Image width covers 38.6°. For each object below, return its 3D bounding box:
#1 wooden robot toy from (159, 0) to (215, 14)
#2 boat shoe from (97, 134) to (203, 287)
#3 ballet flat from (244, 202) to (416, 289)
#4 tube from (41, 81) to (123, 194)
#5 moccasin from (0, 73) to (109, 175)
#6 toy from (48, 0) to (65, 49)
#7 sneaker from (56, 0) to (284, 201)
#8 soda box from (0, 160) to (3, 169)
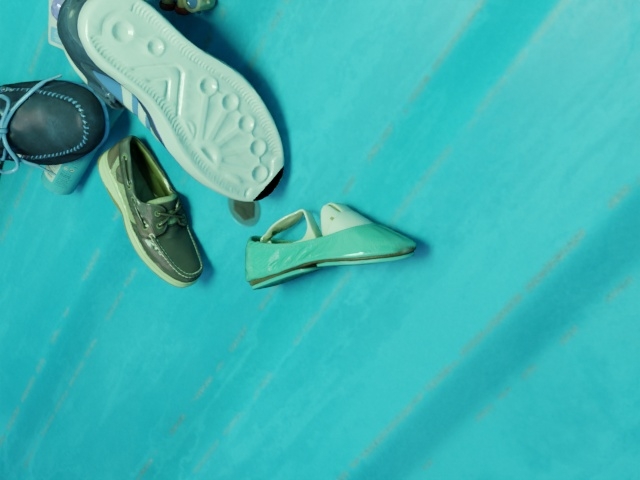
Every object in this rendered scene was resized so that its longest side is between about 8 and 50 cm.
[{"bbox_3d":[-0.186,-0.311,1.114,0.173,0.079,0.076,20,119,27],"label":"wooden robot toy"},{"bbox_3d":[-0.226,-0.042,1.251,0.073,0.080,0.224,-37,82,43],"label":"boat shoe"},{"bbox_3d":[0.000,0.000,1.118,0.247,0.083,0.087,-13,87,35],"label":"ballet flat"},{"bbox_3d":[-0.338,-0.154,1.304,0.080,0.052,0.207,39,122,2],"label":"tube"},{"bbox_3d":[-0.447,-0.150,1.275,0.341,0.116,0.138,-2,102,32],"label":"moccasin"},{"bbox_3d":[-0.327,-0.350,1.209,0.136,0.056,0.237,26,122,24],"label":"toy"},{"bbox_3d":[-0.197,-0.193,1.165,0.323,0.130,0.236,45,173,-26],"label":"sneaker"},{"bbox_3d":[-0.552,-0.109,1.463,0.060,0.053,0.169,39,126,16],"label":"soda box"}]
